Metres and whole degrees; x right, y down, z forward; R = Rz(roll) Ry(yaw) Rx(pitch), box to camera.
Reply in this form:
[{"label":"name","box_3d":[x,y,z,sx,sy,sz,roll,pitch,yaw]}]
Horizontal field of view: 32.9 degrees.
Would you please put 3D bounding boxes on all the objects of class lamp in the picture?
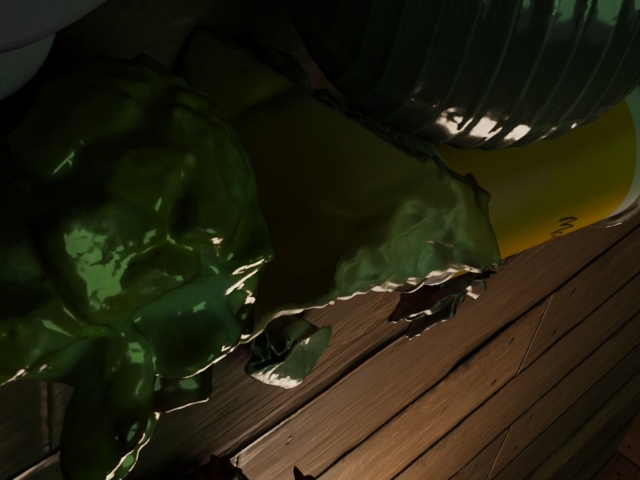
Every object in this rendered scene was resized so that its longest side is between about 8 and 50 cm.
[{"label":"lamp","box_3d":[0.082,-0.162,0.590,0.233,0.265,0.233,-5,111,-13]}]

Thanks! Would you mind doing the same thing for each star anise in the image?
[{"label":"star anise","box_3d":[0.150,0.023,1.138,0.182,0.065,0.195,-18,134,-52]}]

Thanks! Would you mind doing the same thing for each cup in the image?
[{"label":"cup","box_3d":[0.150,-0.069,0.895,0.279,0.196,0.196,-26,145,-31]}]

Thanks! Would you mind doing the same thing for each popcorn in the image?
[{"label":"popcorn","box_3d":[-0.111,0.016,0.539,0.198,0.213,0.198,-22,177,-1]}]

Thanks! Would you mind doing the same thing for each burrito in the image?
[{"label":"burrito","box_3d":[-0.033,0.093,0.947,0.074,0.044,0.118,-55,156,0]}]

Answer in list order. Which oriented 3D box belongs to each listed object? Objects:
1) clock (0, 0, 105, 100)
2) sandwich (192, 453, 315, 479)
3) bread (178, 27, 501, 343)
[{"label":"clock","box_3d":[-0.118,-0.182,0.405,0.248,0.090,0.227,-52,154,3]},{"label":"sandwich","box_3d":[-0.113,0.308,0.983,0.301,0.162,0.250,41,55,-49]},{"label":"bread","box_3d":[0.000,0.012,0.705,0.224,0.211,0.183,-65,159,13]}]
